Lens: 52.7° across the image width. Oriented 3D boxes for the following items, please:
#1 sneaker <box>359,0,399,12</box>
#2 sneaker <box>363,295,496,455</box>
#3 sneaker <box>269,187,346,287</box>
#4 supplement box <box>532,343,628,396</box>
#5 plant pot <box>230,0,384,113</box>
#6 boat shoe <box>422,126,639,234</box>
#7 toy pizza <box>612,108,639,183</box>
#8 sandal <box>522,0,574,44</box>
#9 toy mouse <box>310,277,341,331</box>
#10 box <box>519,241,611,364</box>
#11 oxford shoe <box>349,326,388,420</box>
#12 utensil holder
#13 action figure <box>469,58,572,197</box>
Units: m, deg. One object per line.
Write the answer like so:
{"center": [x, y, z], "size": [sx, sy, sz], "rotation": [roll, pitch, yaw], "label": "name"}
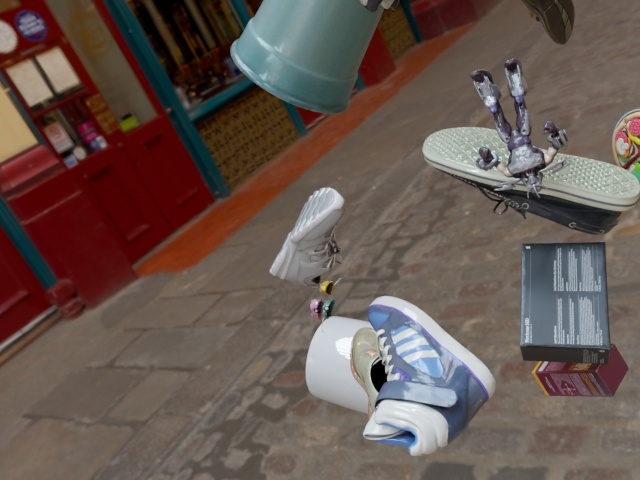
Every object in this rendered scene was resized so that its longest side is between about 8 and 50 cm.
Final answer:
{"center": [0.022, -0.302, 0.672], "size": [0.235, 0.153, 0.094], "rotation": [11, 66, 36], "label": "sneaker"}
{"center": [0.139, 0.258, 1.216], "size": [0.236, 0.130, 0.323], "rotation": [-36, 48, -22], "label": "sneaker"}
{"center": [0.000, 0.000, 1.213], "size": [0.105, 0.115, 0.281], "rotation": [-66, 6, -32], "label": "sneaker"}
{"center": [0.632, 0.318, 1.576], "size": [0.104, 0.081, 0.188], "rotation": [-41, 12, -32], "label": "supplement box"}
{"center": [-0.003, -0.548, 1.593], "size": [0.334, 0.341, 0.341], "rotation": [-58, 1, 33], "label": "plant pot"}
{"center": [0.477, -0.137, 1.527], "size": [0.500, 0.156, 0.187], "rotation": [18, 48, 15], "label": "boat shoe"}
{"center": [0.766, -0.212, 1.537], "size": [0.032, 0.201, 0.201], "rotation": [-18, 15, -16], "label": "toy pizza"}
{"center": [0.471, -0.508, 1.389], "size": [0.090, 0.219, 0.060], "rotation": [-62, 30, 2], "label": "sandal"}
{"center": [0.003, 0.182, 1.787], "size": [0.031, 0.143, 0.161], "rotation": [12, 12, 24], "label": "toy mouse"}
{"center": [0.552, 0.138, 1.467], "size": [0.184, 0.103, 0.261], "rotation": [1, 60, 19], "label": "box"}
{"center": [0.170, 0.348, 1.757], "size": [0.140, 0.146, 0.397], "rotation": [-5, 32, -10], "label": "oxford shoe"}
{"center": [0.186, 0.448, 2.244], "size": [0.385, 0.327, 0.327], "rotation": [8, 36, 29], "label": "utensil holder"}
{"center": [0.399, -0.220, 1.325], "size": [0.185, 0.285, 0.099], "rotation": [-19, -5, 18], "label": "action figure"}
